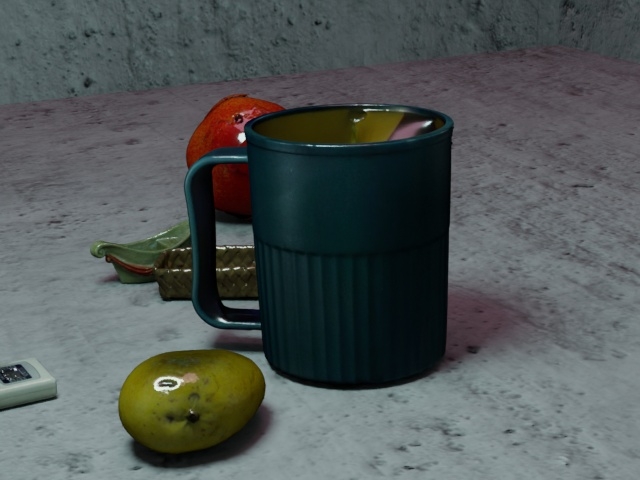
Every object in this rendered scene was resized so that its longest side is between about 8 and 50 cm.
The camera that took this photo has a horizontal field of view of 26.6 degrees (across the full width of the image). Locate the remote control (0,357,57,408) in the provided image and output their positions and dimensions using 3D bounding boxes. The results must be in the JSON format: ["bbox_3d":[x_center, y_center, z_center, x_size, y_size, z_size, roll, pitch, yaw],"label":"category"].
[{"bbox_3d":[-0.403,0.174,1.542,0.190,0.029,0.087,-11,18,-25],"label":"remote control"}]

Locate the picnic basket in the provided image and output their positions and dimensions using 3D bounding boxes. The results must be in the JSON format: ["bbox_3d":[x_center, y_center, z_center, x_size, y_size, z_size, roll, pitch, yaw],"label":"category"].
[{"bbox_3d":[-0.133,0.045,1.888,0.193,0.054,0.110,0,18,6],"label":"picnic basket"}]

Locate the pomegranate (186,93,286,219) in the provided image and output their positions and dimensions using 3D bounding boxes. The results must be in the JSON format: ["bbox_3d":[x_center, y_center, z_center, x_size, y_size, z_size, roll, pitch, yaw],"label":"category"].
[{"bbox_3d":[-0.122,-0.134,2.233,0.210,0.210,0.235,-8,-7,-17],"label":"pomegranate"}]

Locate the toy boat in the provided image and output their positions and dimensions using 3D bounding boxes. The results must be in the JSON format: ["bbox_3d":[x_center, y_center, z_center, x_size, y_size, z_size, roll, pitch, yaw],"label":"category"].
[{"bbox_3d":[-0.247,0.018,1.965,0.185,0.071,0.089,-15,22,-34],"label":"toy boat"}]

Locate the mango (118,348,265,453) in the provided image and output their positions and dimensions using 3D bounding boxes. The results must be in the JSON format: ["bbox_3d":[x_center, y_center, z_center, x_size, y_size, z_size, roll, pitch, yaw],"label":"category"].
[{"bbox_3d":[-0.132,0.161,1.436,0.137,0.098,0.195,0,12,21],"label":"mango"}]

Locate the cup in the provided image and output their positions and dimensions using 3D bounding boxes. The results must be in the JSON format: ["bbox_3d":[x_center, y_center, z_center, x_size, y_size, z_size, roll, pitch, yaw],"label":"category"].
[{"bbox_3d":[0.008,0.005,1.599,0.308,0.292,0.242,-8,18,-15],"label":"cup"}]
